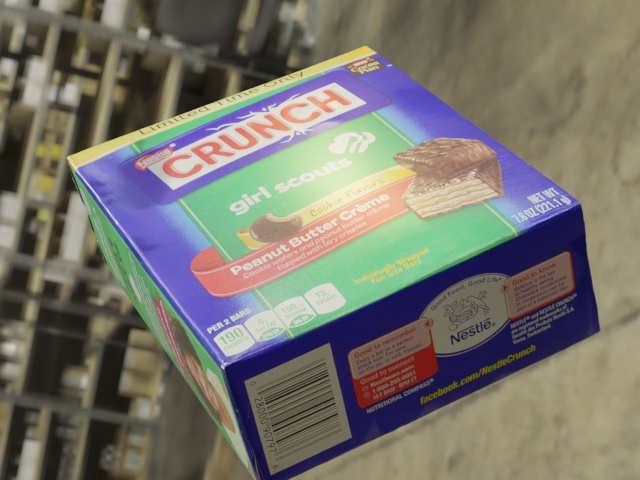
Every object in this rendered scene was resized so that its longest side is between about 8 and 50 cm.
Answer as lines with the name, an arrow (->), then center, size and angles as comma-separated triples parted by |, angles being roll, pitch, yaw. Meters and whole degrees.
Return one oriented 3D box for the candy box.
candy box -> 0.000, 0.000, 1.104 | 0.317, 0.268, 0.122 | 44, 153, 53
